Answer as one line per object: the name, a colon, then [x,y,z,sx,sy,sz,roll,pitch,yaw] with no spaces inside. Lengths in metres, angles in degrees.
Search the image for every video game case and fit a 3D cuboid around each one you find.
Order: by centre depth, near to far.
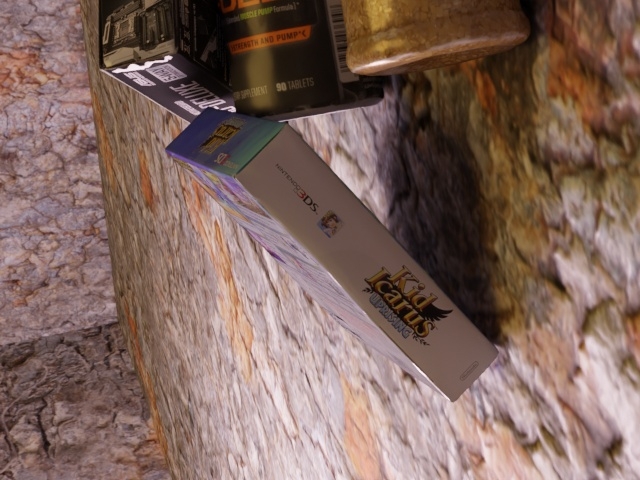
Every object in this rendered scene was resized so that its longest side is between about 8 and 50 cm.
video game case: [0.000,0.000,1.053,0.244,0.061,0.269,45,174,-18]

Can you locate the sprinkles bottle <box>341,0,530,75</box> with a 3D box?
sprinkles bottle: [0.045,-0.288,0.814,0.121,0.121,0.355,177,82,-75]

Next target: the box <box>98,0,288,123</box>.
box: [-0.114,-0.268,1.185,0.242,0.076,0.307,27,-124,-67]

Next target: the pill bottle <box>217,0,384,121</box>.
pill bottle: [-0.027,-0.227,1.100,0.130,0.130,0.246,-173,73,-74]
